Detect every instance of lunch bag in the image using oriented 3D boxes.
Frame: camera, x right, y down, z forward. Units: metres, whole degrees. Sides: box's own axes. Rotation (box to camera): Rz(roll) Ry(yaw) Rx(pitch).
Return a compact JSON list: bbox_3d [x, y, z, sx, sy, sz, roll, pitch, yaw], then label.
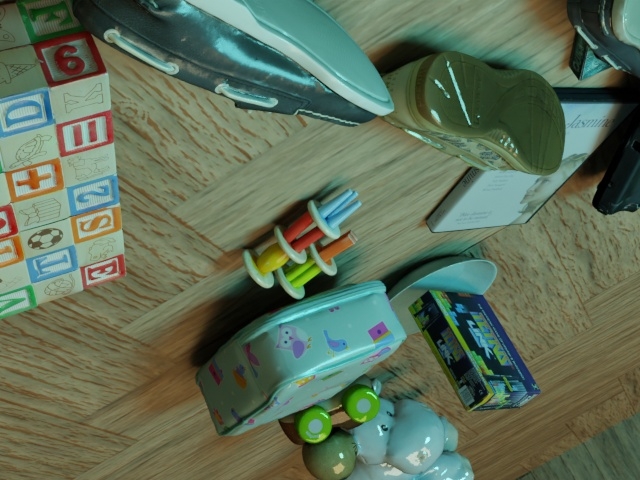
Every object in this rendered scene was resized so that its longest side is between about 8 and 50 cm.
[{"bbox_3d":[-0.026,0.152,1.390,0.224,0.108,0.279,-20,167,-30],"label":"lunch bag"}]

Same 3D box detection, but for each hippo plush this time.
[{"bbox_3d":[0.117,0.330,1.845,0.294,0.234,0.236,11,138,17],"label":"hippo plush"}]

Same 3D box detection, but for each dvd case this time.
[{"bbox_3d":[0.263,-0.096,1.336,0.180,0.022,0.253,-5,146,-37],"label":"dvd case"}]

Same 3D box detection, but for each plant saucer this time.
[{"bbox_3d":[0.154,0.071,1.525,0.195,0.037,0.195,-20,153,-11],"label":"plant saucer"}]

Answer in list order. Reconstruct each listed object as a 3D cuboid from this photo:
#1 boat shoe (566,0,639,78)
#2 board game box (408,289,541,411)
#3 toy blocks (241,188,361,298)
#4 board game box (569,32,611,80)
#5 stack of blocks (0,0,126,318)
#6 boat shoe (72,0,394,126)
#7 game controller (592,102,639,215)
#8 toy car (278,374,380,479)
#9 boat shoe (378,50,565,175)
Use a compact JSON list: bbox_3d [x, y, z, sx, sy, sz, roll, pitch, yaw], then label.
[{"bbox_3d":[0.301,-0.210,1.083,0.065,0.075,0.206,10,178,29],"label":"boat shoe"},{"bbox_3d":[0.213,0.151,1.491,0.141,0.170,0.048,6,138,-49],"label":"board game box"},{"bbox_3d":[0.000,0.000,1.234,0.148,0.054,0.123,-36,152,18],"label":"toy blocks"},{"bbox_3d":[0.327,-0.248,1.111,0.126,0.026,0.186,-23,154,-7],"label":"board game box"},{"bbox_3d":[-0.256,-0.050,0.867,0.171,0.087,0.297,-18,153,-17],"label":"stack of blocks"},{"bbox_3d":[-0.058,-0.153,0.848,0.091,0.114,0.302,-40,139,23],"label":"boat shoe"},{"bbox_3d":[0.431,-0.150,1.338,0.166,0.067,0.319,-45,162,-23],"label":"game controller"},{"bbox_3d":[0.028,0.300,1.600,0.149,0.188,0.155,-21,-168,-11],"label":"toy car"},{"bbox_3d":[0.161,-0.131,1.114,0.089,0.104,0.285,2,170,41],"label":"boat shoe"}]
